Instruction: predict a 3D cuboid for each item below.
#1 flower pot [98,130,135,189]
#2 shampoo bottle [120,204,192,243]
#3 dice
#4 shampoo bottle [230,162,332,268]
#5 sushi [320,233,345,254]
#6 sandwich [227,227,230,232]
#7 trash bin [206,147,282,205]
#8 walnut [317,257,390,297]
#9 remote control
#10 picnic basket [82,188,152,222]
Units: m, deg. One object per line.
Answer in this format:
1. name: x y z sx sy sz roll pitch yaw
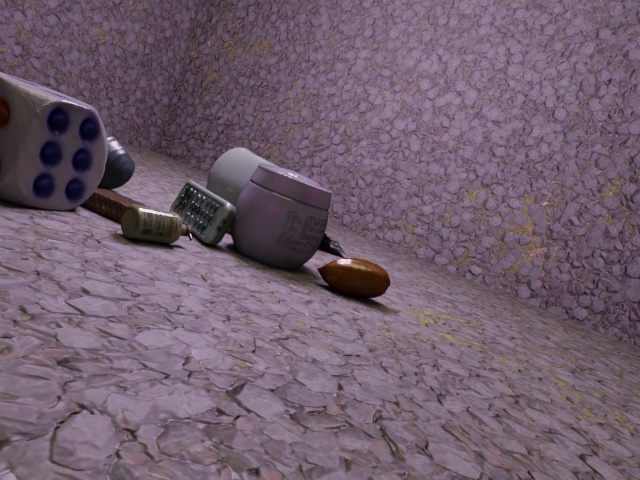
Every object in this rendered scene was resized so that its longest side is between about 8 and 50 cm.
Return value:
1. flower pot: -0.715 -0.265 1.528 0.243 0.157 0.189 35 -15 15
2. shampoo bottle: -0.378 -0.034 1.123 0.079 0.079 0.162 26 10 40
3. dice: -0.669 -0.225 1.092 0.251 0.259 0.243 23 10 17
4. shampoo bottle: -0.114 -0.073 1.386 0.273 0.266 0.273 20 6 -2
5. sushi: 0.000 0.000 1.984 0.192 0.050 0.215 34 8 -14
6. sandwich: -0.258 -0.058 1.615 0.163 0.079 0.113 17 9 -13
7. trash bin: -0.233 -0.178 1.839 0.432 0.280 0.280 27 10 28
8. walnut: 0.091 0.100 1.301 0.207 0.115 0.116 11 9 -10
9. remote control: -0.348 -0.085 1.403 0.066 0.127 0.335 31 -1 -39
10. picnic basket: -0.527 -0.089 1.241 0.194 0.054 0.110 24 8 15
